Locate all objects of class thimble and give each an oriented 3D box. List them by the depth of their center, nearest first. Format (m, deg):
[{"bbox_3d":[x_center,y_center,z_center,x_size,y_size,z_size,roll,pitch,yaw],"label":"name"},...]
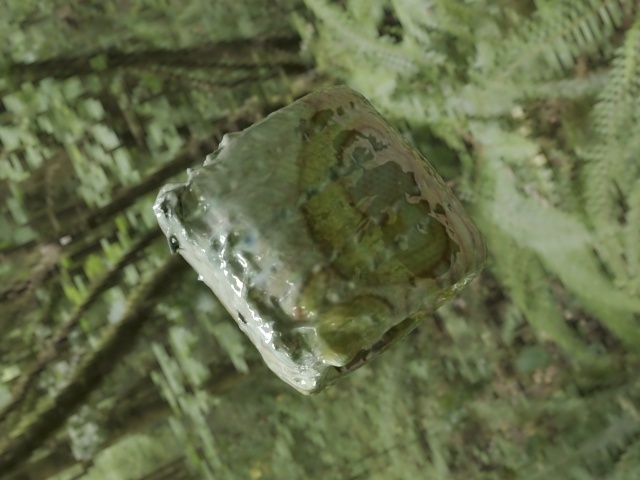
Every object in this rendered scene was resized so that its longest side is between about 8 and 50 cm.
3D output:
[{"bbox_3d":[0.000,0.000,0.837,0.137,0.190,0.143,-43,80,33],"label":"thimble"}]
